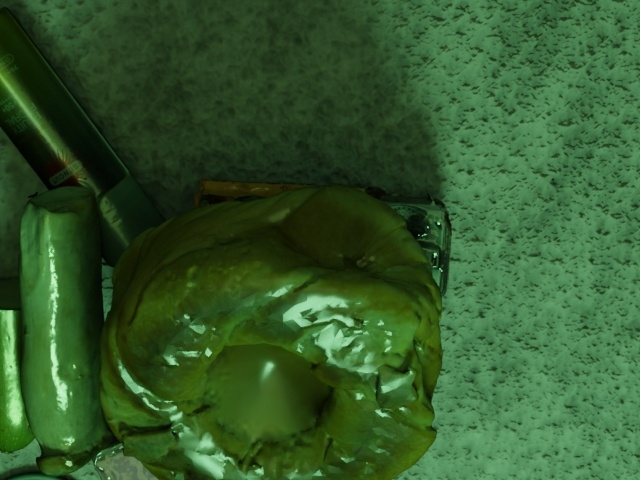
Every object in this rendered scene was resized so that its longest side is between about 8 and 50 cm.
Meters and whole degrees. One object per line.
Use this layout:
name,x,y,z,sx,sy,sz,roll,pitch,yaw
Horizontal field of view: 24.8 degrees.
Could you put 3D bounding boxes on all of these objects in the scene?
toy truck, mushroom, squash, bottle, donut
toy truck,0.000,0.000,1.532,0.270,0.135,0.114,3,106,1
mushroom,-0.266,0.098,1.501,0.081,0.100,0.312,9,113,20
squash,-0.334,0.140,1.575,0.095,0.095,0.188,3,109,-3
bottle,-0.272,-0.104,1.516,0.082,0.082,0.286,-35,103,6
donut,-0.042,0.109,1.418,0.360,0.170,0.360,2,126,3

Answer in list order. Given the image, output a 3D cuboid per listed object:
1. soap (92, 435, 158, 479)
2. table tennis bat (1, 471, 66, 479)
soap,-0.101,0.252,1.612,0.259,0.081,0.181,-24,104,3
table tennis bat,-0.327,0.382,1.659,0.153,0.040,0.244,6,100,-1
